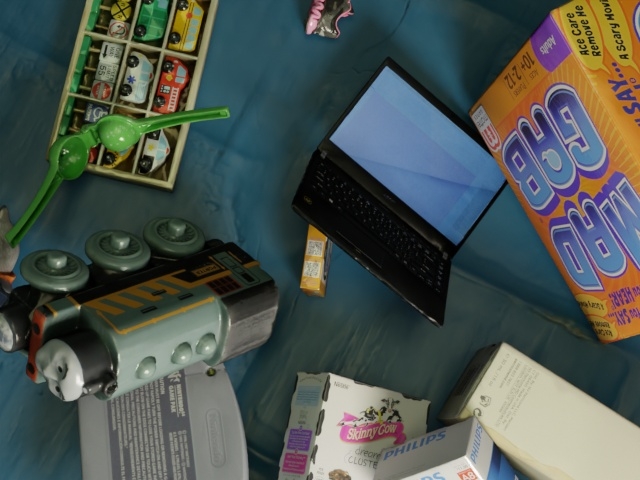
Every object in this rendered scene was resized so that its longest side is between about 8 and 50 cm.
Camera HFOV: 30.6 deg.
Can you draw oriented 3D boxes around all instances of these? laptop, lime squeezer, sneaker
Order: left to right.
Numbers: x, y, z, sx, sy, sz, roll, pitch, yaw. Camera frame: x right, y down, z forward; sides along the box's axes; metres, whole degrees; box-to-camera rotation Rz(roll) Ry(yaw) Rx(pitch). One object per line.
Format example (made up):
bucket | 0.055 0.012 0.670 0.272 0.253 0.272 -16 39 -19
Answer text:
lime squeezer | -0.267 -0.111 1.435 0.310 0.110 0.059 -32 123 -12
sneaker | 0.021 -0.322 1.551 0.057 0.047 0.119 21 88 -7
laptop | 0.113 -0.065 1.441 0.234 0.264 0.136 39 117 -10

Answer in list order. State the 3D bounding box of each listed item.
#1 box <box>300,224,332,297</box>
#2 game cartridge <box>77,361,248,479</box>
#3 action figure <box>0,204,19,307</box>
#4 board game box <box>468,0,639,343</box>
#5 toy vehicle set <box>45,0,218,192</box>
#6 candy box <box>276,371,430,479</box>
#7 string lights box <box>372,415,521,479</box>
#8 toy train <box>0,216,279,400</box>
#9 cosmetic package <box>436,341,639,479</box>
box | 0.000 0.000 1.477 0.028 0.081 0.136 9 81 7
game cartridge | -0.186 0.253 1.394 0.196 0.060 0.294 -10 59 0
action figure | -0.515 0.067 1.427 0.330 0.178 0.341 -42 61 -15
board game box | 0.449 -0.130 1.378 0.356 0.356 0.356 -27 84 -11
toy vehicle set | -0.242 -0.209 1.518 0.166 0.035 0.267 12 81 -2
candy box | 0.037 0.270 1.402 0.165 0.070 0.196 19 74 -32
string lights box | 0.187 0.339 1.366 0.133 0.077 0.260 -27 110 28
toy train | -0.206 0.080 1.350 0.190 0.142 0.334 36 35 31
cosmetic package | 0.308 0.253 1.420 0.309 0.160 0.113 33 81 3
